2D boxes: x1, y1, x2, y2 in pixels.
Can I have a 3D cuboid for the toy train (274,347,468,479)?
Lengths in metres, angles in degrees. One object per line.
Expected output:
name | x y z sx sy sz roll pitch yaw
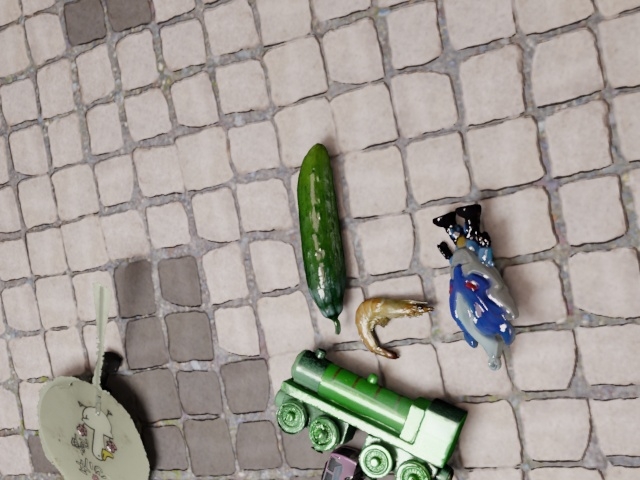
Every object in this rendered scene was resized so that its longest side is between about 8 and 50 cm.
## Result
toy train | 0.058 0.225 0.922 0.251 0.085 0.119 22 98 20

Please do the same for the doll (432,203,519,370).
doll | 0.185 0.057 0.853 0.096 0.070 0.195 -20 83 56

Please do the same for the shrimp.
shrimp | 0.097 0.111 0.922 0.114 0.023 0.083 -9 94 31

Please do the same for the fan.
fan | -0.339 0.243 1.102 0.233 0.012 0.414 24 118 18

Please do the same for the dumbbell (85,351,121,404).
dumbbell | -0.338 0.215 1.129 0.040 0.036 0.083 25 105 19

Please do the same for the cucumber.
cucumber | 0.000 0.000 0.939 0.056 0.056 0.250 -6 90 26

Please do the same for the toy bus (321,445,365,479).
toy bus | 0.023 0.339 0.971 0.052 0.037 0.130 21 105 27
